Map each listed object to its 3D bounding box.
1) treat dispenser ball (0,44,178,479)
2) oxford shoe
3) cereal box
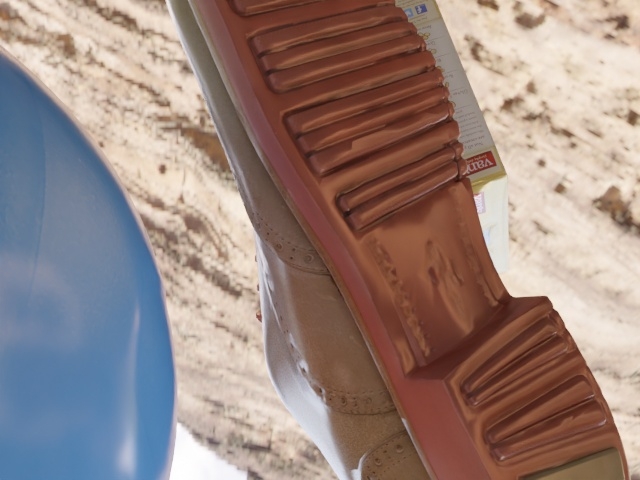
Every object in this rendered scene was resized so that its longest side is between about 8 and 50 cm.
[{"bbox_3d":[-0.189,0.052,0.380,0.288,0.288,0.288,3,-115,-6],"label":"treat dispenser ball"},{"bbox_3d":[0.000,0.000,0.608,0.140,0.146,0.397,-17,-100,-45],"label":"oxford shoe"},{"bbox_3d":[0.098,-0.104,0.996,0.047,0.173,0.240,-17,-119,1],"label":"cereal box"}]
